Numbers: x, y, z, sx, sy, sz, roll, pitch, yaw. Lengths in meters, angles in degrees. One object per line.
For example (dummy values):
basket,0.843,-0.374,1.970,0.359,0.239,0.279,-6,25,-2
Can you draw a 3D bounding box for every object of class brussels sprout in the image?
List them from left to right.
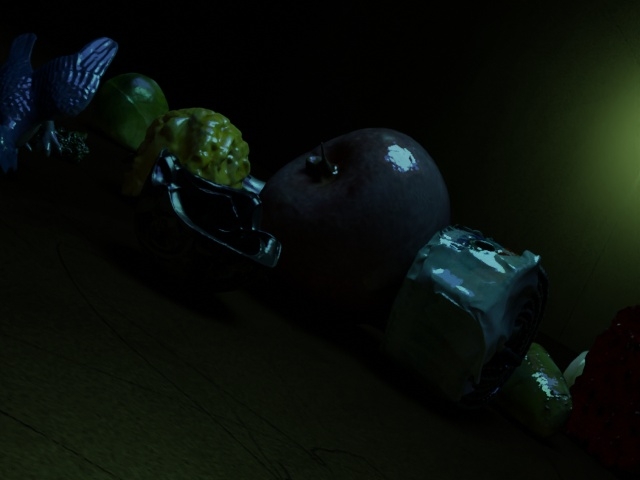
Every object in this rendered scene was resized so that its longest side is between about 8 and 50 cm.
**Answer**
brussels sprout,-0.365,-0.251,2.122,0.117,0.155,0.155,32,6,40

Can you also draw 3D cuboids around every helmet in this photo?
helmet,-0.133,-0.003,1.167,0.153,0.107,0.177,30,23,-34

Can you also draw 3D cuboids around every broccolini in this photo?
broccolini,-0.371,-0.157,1.643,0.254,0.057,0.071,-106,178,-79

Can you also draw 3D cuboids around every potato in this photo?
potato,0.282,0.200,1.510,0.085,0.105,0.188,47,7,-33

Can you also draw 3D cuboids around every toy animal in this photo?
toy animal,-0.347,-0.163,1.263,0.176,0.239,0.255,86,-8,-64

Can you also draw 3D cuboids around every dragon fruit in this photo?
dragon fruit,0.546,0.272,1.542,0.286,0.228,0.329,29,3,-19

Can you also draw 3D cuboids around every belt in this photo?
belt,0.185,0.097,1.362,0.150,0.207,0.257,29,-3,25

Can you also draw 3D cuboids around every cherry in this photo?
cherry,0.047,-0.009,1.424,0.221,0.261,0.307,61,0,43

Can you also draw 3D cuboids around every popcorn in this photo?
popcorn,-0.188,-0.106,1.531,0.170,0.180,0.180,29,5,-27

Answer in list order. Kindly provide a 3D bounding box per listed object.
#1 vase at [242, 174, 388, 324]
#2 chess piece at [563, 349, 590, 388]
vase,0.000,0.000,1.673,0.360,0.165,0.165,24,6,-6
chess piece,0.576,0.324,1.833,0.117,0.117,0.397,25,8,-41
